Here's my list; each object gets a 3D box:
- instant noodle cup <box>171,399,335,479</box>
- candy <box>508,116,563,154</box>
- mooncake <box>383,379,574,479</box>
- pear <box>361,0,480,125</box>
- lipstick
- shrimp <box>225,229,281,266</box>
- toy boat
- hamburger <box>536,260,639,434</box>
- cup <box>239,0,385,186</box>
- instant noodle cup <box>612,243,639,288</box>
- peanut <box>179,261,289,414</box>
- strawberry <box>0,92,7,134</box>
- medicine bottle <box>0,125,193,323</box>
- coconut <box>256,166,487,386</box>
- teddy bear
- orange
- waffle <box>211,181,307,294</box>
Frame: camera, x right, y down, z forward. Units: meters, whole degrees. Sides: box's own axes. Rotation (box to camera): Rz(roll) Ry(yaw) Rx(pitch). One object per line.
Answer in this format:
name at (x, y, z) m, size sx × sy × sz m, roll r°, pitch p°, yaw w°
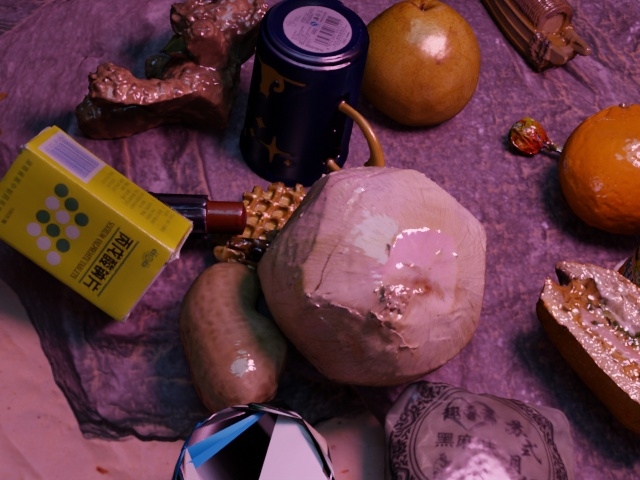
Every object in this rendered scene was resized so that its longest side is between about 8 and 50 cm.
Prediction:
instant noodle cup at (-0.084, 0.314, 1.443) m, size 0.240 × 0.178 × 0.240 m, roll 4°, pitch 52°, yaw -6°
candy at (0.403, -0.145, 1.985) m, size 0.201 × 0.060 × 0.060 m, roll 22°, pitch 51°, yaw -2°
mooncake at (0.200, 0.309, 1.525) m, size 0.254 × 0.136 × 0.250 m, roll 10°, pitch 47°, yaw -2°
pear at (0.157, -0.294, 1.957) m, size 0.208 × 0.209 × 0.209 m, roll 5°, pitch 51°, yaw -6°
lipstick at (-0.255, -0.037, 1.738) m, size 0.299 × 0.081 × 0.081 m, roll 1°, pitch 51°, yaw 0°
shrimp at (0.000, 0.000, 1.749) m, size 0.287 × 0.063 × 0.152 m, roll 11°, pitch 60°, yaw -22°
toy boat at (0.371, -0.417, 2.145) m, size 0.089 × 0.115 × 0.310 m, roll -14°, pitch 55°, yaw -20°
hamburger at (0.418, 0.150, 1.678) m, size 0.144 × 0.157 × 0.283 m, roll -35°, pitch 58°, yaw -10°
cup at (0.013, -0.213, 1.831) m, size 0.255 × 0.256 × 0.178 m, roll 24°, pitch 52°, yaw 8°
instant noodle cup at (0.549, 0.053, 1.760) m, size 0.230 × 0.182 × 0.230 m, roll 4°, pitch 51°, yaw -5°
peanut at (-0.119, 0.130, 1.624) m, size 0.137 × 0.122 × 0.253 m, roll -8°, pitch 49°, yaw -19°
strawberry at (-0.641, -0.197, 1.730) m, size 0.343 × 0.292 × 0.292 m, roll 15°, pitch 48°, yaw 26°
medicine bottle at (-0.311, -0.025, 1.625) m, size 0.250 × 0.137 × 0.141 m, roll 36°, pitch 16°, yaw -6°
coconut at (0.078, 0.047, 1.586) m, size 0.297 × 0.254 × 0.297 m, roll 6°, pitch 74°, yaw -22°
teddy bear at (-0.228, -0.286, 1.870) m, size 0.296 × 0.246 × 0.223 m, roll -1°, pitch 78°, yaw -23°
orange at (0.476, -0.110, 1.867) m, size 0.219 × 0.193 × 0.219 m, roll -15°, pitch 31°, yaw 9°
waffle at (-0.075, -0.010, 1.788) m, size 0.192 × 0.046 × 0.161 m, roll -26°, pitch 60°, yaw -25°
